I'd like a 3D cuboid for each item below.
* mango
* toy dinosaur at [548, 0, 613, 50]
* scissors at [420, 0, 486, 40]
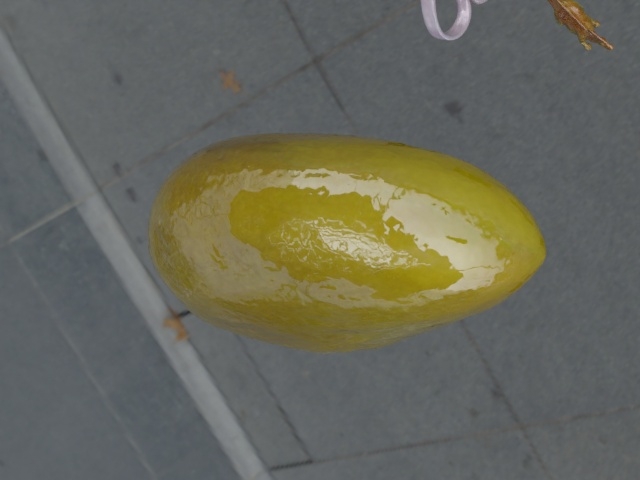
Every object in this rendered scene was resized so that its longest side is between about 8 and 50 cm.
[{"bbox_3d":[-0.008,-0.002,0.728,0.195,0.142,0.331,17,167,-21],"label":"mango"},{"bbox_3d":[0.219,-0.202,0.962,0.026,0.041,0.113,-48,66,15],"label":"toy dinosaur"},{"bbox_3d":[0.110,-0.311,1.072,0.030,0.118,0.242,19,156,40],"label":"scissors"}]
